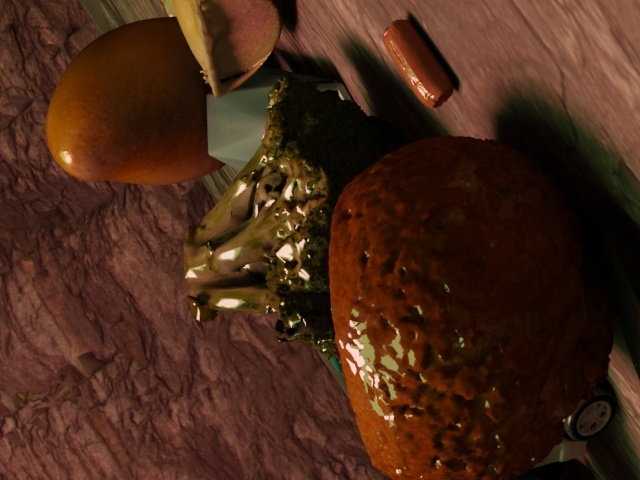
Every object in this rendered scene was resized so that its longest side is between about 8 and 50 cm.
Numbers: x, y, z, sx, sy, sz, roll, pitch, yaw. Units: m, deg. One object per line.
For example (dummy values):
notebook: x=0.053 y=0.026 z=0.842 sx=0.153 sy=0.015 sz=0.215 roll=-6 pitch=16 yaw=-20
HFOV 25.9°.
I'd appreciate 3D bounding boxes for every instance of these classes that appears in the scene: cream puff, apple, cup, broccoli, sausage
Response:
cream puff: x=0.125 y=0.059 z=1.117 sx=0.303 sy=0.212 sz=0.303 roll=-4 pitch=-90 yaw=-73
apple: x=-0.118 y=-0.300 z=1.567 sx=0.265 sy=0.120 sz=0.193 roll=86 pitch=164 yaw=-67
cup: x=-0.038 y=-0.144 z=1.667 sx=0.235 sy=0.134 sz=0.148 roll=-172 pitch=75 yaw=-68
broccoli: x=0.000 y=0.000 z=1.450 sx=0.304 sy=0.283 sz=0.321 roll=46 pitch=-147 yaw=-56
sausage: x=0.084 y=-0.154 z=1.208 sx=0.083 sy=0.034 sz=0.034 roll=57 pitch=172 yaw=10

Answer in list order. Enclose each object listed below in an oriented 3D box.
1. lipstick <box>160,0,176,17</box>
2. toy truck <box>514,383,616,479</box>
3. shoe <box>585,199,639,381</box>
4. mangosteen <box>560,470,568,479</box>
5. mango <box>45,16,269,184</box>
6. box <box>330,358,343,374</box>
lipstick: x=-0.192 y=-0.338 z=1.981 sx=0.418 sy=0.077 sz=0.077 roll=60 pitch=171 yaw=-10
toy truck: x=0.174 y=0.252 z=1.410 sx=0.176 sy=0.178 sz=0.364 roll=46 pitch=139 yaw=48
shoe: x=0.243 y=0.044 z=1.005 sx=0.071 sy=0.049 sz=0.179 roll=80 pitch=175 yaw=-58
mangosteen: x=0.209 y=0.308 z=1.662 sx=0.210 sy=0.210 sz=0.210 roll=55 pitch=171 yaw=13
mango: x=-0.213 y=-0.175 z=1.812 sx=0.198 sy=0.384 sz=0.222 roll=21 pitch=122 yaw=29
box: x=0.045 y=0.051 z=1.773 sx=0.092 sy=0.153 sz=0.245 roll=52 pitch=169 yaw=31
